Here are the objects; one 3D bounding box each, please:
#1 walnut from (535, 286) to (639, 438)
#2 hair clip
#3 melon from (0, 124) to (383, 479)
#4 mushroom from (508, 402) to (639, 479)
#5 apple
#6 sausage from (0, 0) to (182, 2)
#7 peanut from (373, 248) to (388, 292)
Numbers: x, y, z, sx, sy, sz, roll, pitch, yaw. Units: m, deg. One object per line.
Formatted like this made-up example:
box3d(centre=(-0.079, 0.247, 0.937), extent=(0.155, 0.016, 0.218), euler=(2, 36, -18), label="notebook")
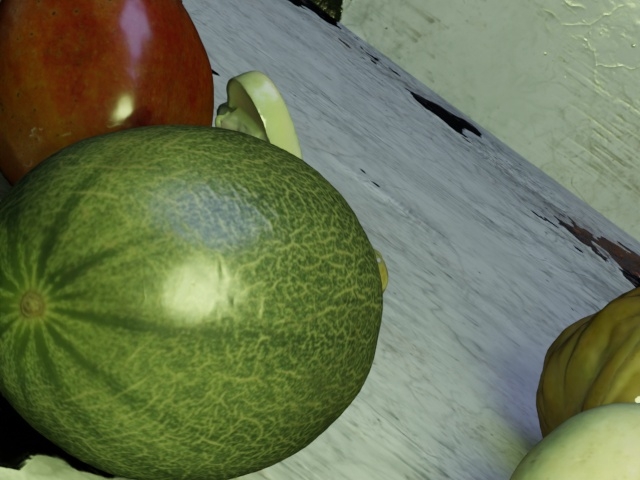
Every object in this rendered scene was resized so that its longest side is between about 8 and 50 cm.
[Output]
box3d(centre=(0.356, 0.173, 1.401), extent=(0.285, 0.285, 0.296), euler=(24, 11, -35), label="walnut")
box3d(centre=(-0.055, -0.047, 1.295), extent=(0.071, 0.218, 0.159), euler=(-19, 40, -29), label="hair clip")
box3d(centre=(-0.091, 0.042, 0.949), extent=(0.237, 0.237, 0.302), euler=(44, 19, 27), label="melon")
box3d(centre=(0.252, 0.266, 1.126), extent=(0.254, 0.234, 0.260), euler=(8, 57, 6), label="mushroom")
box3d(centre=(-0.195, -0.121, 1.240), extent=(0.234, 0.234, 0.234), euler=(33, 16, -11), label="apple")
box3d(centre=(-0.292, -0.285, 1.652), extent=(0.253, 0.123, 0.123), euler=(28, 18, -22), label="sausage")
box3d(centre=(0.000, 0.000, 1.521), extent=(0.174, 0.080, 0.080), euler=(39, 16, 12), label="peanut")
